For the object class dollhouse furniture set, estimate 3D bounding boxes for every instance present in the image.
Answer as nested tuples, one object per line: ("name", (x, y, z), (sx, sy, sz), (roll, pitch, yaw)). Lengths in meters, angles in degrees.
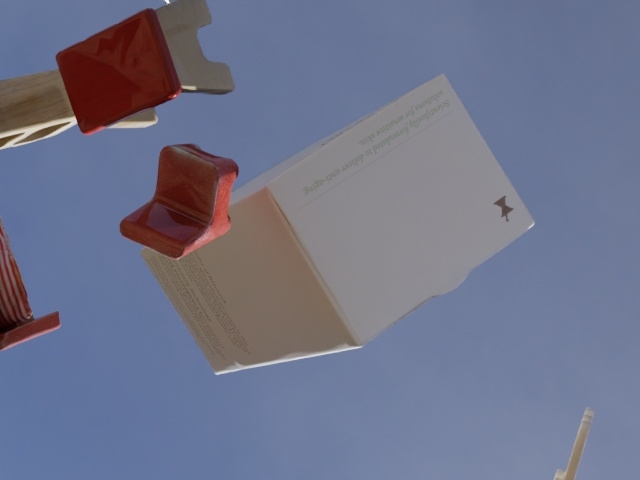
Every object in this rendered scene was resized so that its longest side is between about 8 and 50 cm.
("dollhouse furniture set", (-0.230, -0.024, 1.165), (0.374, 0.152, 0.201), (-18, -88, 38))

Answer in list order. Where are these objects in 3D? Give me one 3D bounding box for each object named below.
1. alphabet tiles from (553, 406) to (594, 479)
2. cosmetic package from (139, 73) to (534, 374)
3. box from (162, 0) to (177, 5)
("alphabet tiles", (0.185, 0.280, 1.313), (0.021, 0.284, 0.278), (17, -87, 11))
("cosmetic package", (0.000, 0.000, 1.355), (0.155, 0.197, 0.365), (59, -24, -3))
("box", (-0.140, -0.369, 1.623), (0.207, 0.153, 0.108), (-40, -113, 7))
